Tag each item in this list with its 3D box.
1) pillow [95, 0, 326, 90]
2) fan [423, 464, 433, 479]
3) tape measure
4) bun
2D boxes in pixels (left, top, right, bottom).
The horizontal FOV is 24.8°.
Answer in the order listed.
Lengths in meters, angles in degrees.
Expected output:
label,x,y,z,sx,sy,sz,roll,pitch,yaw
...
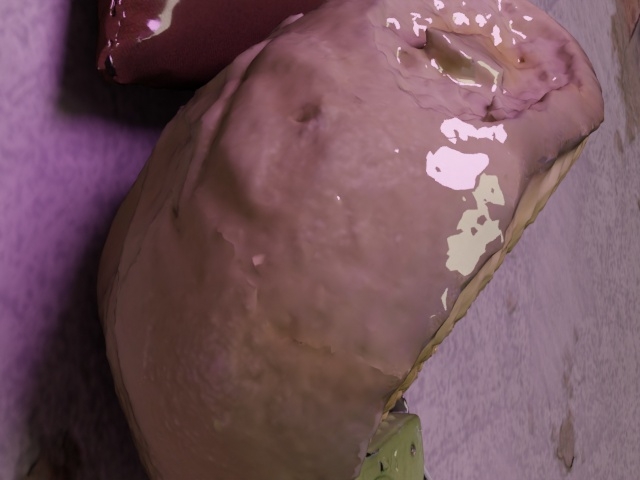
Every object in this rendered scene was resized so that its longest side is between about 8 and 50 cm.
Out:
label,x,y,z,sx,sy,sz,roll,pitch,yaw
pillow,-0.041,-0.235,0.916,0.305,0.108,0.308,3,84,-59
fan,0.121,0.254,1.226,0.227,0.008,0.152,59,19,-16
tape measure,0.016,0.202,1.013,0.177,0.087,0.154,-17,104,-60
bun,-0.005,0.001,0.826,0.364,0.202,0.364,-57,174,-9
